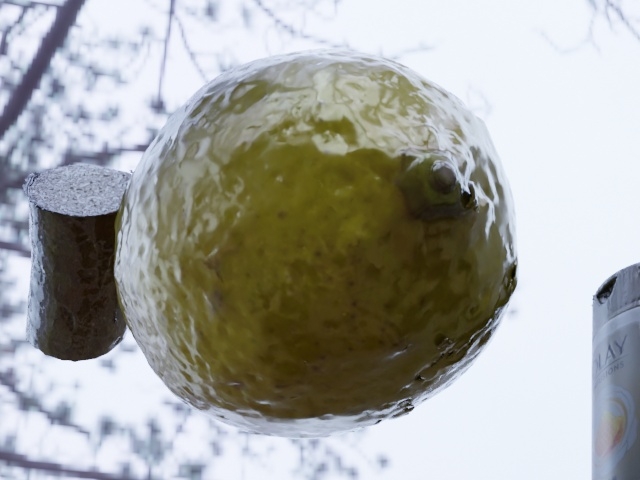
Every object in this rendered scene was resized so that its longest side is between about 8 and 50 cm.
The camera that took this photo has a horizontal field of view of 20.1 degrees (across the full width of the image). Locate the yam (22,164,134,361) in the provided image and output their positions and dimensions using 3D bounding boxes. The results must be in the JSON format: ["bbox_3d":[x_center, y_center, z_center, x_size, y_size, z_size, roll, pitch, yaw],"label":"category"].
[{"bbox_3d":[-0.168,0.014,1.271,0.084,0.084,0.127,3,-57,-5],"label":"yam"}]

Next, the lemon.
[{"bbox_3d":[0.000,0.000,1.156,0.253,0.253,0.310,24,-30,-22],"label":"lemon"}]

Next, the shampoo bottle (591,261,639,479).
[{"bbox_3d":[0.218,0.127,1.230,0.056,0.227,0.086,18,-35,-17],"label":"shampoo bottle"}]
